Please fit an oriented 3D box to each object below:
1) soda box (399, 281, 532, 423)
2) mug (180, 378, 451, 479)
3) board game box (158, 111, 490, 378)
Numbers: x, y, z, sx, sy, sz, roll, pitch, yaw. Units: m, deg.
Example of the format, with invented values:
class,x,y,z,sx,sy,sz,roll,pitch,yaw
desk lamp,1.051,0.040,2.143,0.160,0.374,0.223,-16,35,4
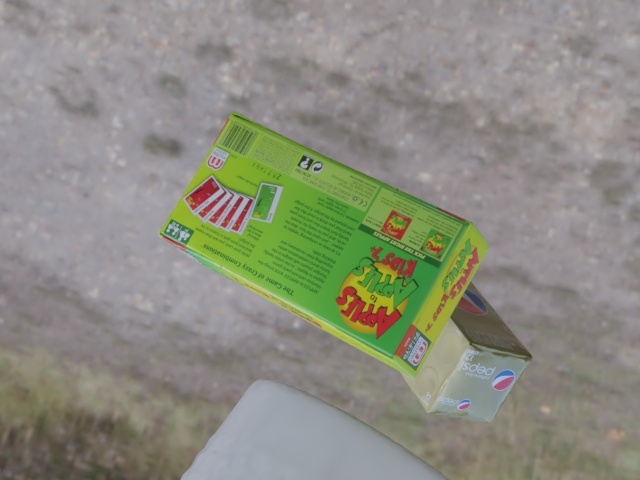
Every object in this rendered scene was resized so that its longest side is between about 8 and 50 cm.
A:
class,x,y,z,sx,sy,sz,roll,pitch,yaw
soda box,0.074,0.050,0.983,0.058,0.181,0.061,15,115,-32
mug,-0.056,0.312,1.070,0.276,0.328,0.374,43,162,-24
board game box,0.000,0.000,0.835,0.181,0.092,0.043,27,172,29
